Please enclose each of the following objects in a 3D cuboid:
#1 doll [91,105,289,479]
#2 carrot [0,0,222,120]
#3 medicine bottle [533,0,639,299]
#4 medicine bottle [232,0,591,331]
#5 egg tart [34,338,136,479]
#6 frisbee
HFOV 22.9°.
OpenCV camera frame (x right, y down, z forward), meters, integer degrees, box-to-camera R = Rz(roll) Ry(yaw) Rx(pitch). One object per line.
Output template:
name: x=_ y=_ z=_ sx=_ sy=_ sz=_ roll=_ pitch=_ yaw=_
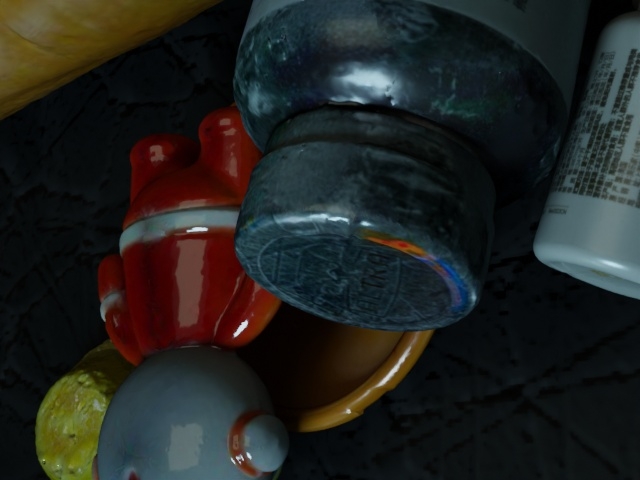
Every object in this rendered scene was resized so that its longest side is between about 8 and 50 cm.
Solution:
doll: x=-0.061 y=0.057 z=0.764 sx=0.142 sy=0.076 sz=0.245 roll=-18 pitch=66 yaw=42
carrot: x=-0.159 y=-0.156 z=0.895 sx=0.254 sy=0.196 sz=0.196 roll=-35 pitch=56 yaw=37
medicine bottle: x=0.145 y=-0.047 z=0.660 sx=0.079 sy=0.079 sz=0.140 roll=14 pitch=84 yaw=41
medicine bottle: x=0.046 y=-0.111 z=0.680 sx=0.141 sy=0.141 sz=0.293 roll=-7 pitch=56 yaw=38
egg tart: x=-0.121 y=0.103 z=0.854 sx=0.105 sy=0.039 sz=0.105 roll=-14 pitch=68 yaw=37
frisbee: x=0.000 y=0.000 z=0.790 sx=0.192 sy=0.035 sz=0.192 roll=-12 pitch=73 yaw=43
